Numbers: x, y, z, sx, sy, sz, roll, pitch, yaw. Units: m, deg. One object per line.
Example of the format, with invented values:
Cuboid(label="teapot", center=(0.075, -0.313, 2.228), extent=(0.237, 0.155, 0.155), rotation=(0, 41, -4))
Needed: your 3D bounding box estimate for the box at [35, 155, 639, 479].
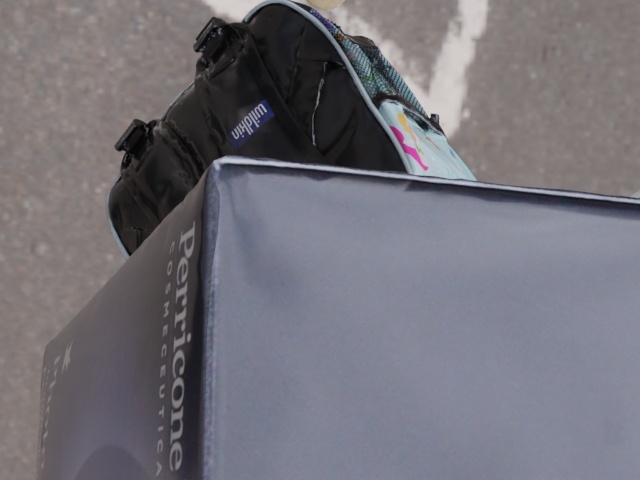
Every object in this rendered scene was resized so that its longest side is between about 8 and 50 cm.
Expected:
Cuboid(label="box", center=(0.002, 0.155, 0.495), extent=(0.182, 0.294, 0.296), rotation=(5, 74, -19))

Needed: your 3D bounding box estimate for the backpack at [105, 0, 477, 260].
Cuboid(label="backpack", center=(0.000, 0.000, 0.942), extent=(0.191, 0.253, 0.225), rotation=(25, 114, -43))

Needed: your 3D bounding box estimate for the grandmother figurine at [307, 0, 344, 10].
Cuboid(label="grandmother figurine", center=(-0.023, -0.321, 1.513), extent=(0.208, 0.342, 0.104), rotation=(40, 100, -19))

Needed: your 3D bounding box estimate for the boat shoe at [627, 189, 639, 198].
Cuboid(label="boat shoe", center=(0.281, 0.001, 1.058), extent=(0.302, 0.114, 0.091), rotation=(-49, -170, 15))
